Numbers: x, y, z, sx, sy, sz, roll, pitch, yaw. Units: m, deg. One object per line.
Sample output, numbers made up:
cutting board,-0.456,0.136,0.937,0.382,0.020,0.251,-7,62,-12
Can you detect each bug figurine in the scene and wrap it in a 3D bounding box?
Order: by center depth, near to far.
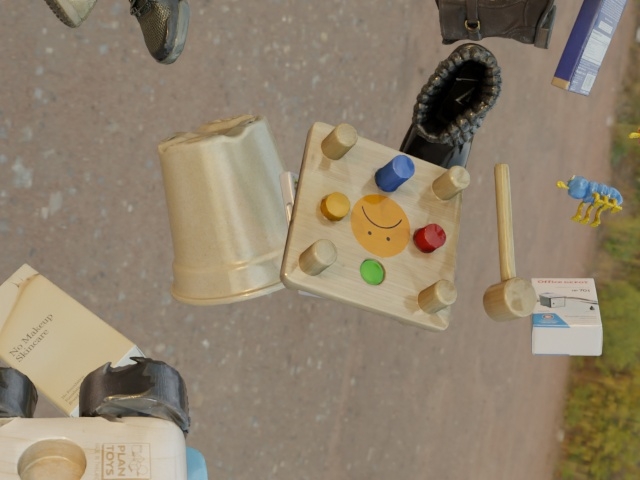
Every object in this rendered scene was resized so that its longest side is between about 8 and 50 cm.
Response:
bug figurine,0.486,-0.085,1.284,0.279,0.216,0.072,131,-24,-66

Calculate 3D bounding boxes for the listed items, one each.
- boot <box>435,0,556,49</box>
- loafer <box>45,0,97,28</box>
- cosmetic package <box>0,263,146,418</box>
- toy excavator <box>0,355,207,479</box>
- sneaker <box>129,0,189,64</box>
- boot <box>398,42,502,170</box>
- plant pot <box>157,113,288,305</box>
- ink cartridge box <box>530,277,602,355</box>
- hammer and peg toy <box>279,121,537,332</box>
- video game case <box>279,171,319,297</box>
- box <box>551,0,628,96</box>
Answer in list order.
boot,0.321,-0.457,1.649,0.263,0.229,0.091,84,22,-48
loafer,-0.272,-0.282,0.881,0.050,0.056,0.148,-43,127,-20
cosmetic package,-0.456,0.189,1.558,0.160,0.309,0.113,-49,150,-21
toy excavator,-0.195,0.345,0.895,0.222,0.433,0.445,-105,-157,-47
sneaker,-0.247,-0.341,1.174,0.130,0.087,0.227,3,73,-44
boot,0.214,-0.185,1.572,0.260,0.131,0.348,-63,170,-70
plant pot,-0.179,-0.078,1.778,0.334,0.334,0.305,-39,119,-54
ink cartridge box,0.519,0.160,1.902,0.190,0.140,0.082,-71,158,-58
hammer and peg toy,0.129,-0.009,1.283,0.127,0.361,0.266,139,-36,-59
video game case,0.000,0.000,1.458,0.212,0.023,0.193,17,61,-65
box,0.453,-0.352,1.463,0.136,0.036,0.225,-7,121,-59
